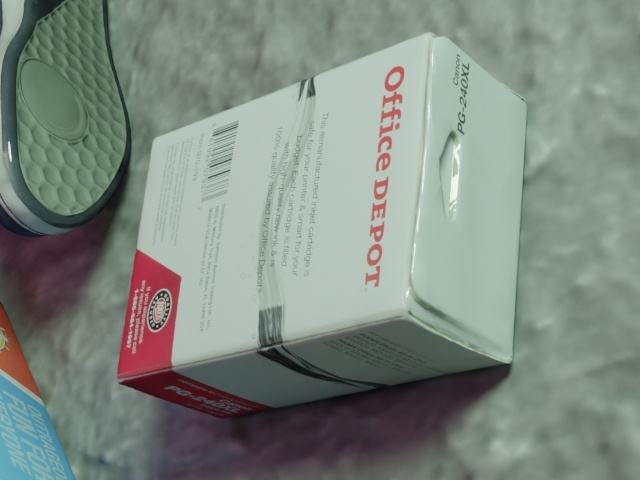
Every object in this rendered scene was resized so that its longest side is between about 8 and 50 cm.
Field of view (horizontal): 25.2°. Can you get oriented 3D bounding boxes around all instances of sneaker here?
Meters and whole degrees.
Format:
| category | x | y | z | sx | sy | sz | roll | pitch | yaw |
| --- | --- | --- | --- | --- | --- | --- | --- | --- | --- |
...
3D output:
| category | x | y | z | sx | sy | sz | roll | pitch | yaw |
| --- | --- | --- | --- | --- | --- | --- | --- | --- | --- |
| sneaker | -0.185 | -0.058 | 0.742 | 0.163 | 0.086 | 0.226 | -32 | 41 | 21 |

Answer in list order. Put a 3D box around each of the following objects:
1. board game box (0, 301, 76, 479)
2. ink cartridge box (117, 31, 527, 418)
| category | x | y | z | sx | sy | sz | roll | pitch | yaw |
| --- | --- | --- | --- | --- | --- | --- | --- | --- | --- |
| board game box | -0.249 | 0.185 | 0.651 | 0.316 | 0.064 | 0.242 | -43 | 41 | 6 |
| ink cartridge box | 0.000 | 0.000 | 0.539 | 0.150 | 0.063 | 0.109 | -15 | 58 | 41 |
